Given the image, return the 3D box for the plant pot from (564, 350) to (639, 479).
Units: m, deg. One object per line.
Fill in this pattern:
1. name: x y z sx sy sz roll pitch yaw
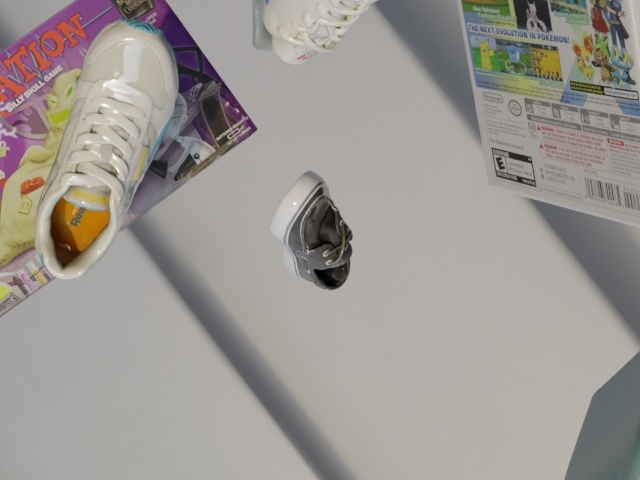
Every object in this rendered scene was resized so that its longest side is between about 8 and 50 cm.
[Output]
1. plant pot: 0.395 0.276 1.798 0.252 0.247 0.247 -55 178 -35

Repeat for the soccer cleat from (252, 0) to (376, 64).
1. soccer cleat: 0.013 -0.243 1.672 0.331 0.116 0.143 -171 -81 -73

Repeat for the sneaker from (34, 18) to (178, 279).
1. sneaker: -0.176 -0.073 1.394 0.092 0.087 0.229 -92 -160 -63

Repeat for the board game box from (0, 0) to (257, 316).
1. board game box: -0.259 -0.089 1.627 0.347 0.208 0.056 -37 -178 -7

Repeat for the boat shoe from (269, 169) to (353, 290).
1. boat shoe: 0.000 0.000 1.754 0.080 0.076 0.228 -53 167 -18

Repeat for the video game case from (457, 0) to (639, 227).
1. video game case: 0.268 -0.178 1.874 0.036 0.300 0.329 -20 -160 -24
